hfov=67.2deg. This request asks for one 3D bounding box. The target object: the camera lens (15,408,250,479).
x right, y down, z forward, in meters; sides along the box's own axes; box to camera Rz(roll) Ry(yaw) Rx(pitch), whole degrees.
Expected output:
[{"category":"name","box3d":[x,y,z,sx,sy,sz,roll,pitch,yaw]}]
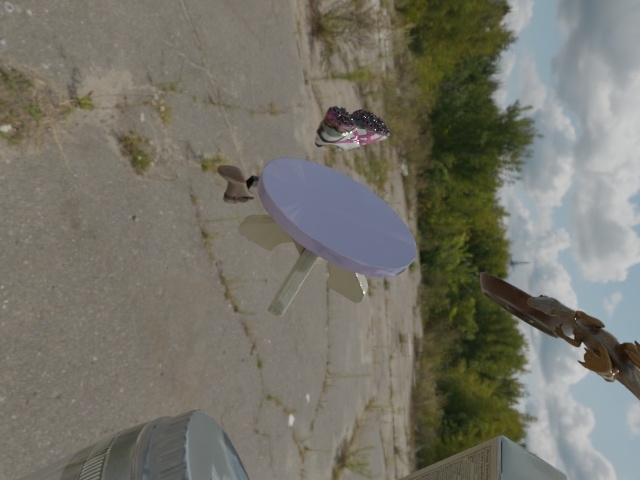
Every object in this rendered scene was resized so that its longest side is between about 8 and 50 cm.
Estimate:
[{"category":"camera lens","box3d":[-0.201,0.301,0.423,0.219,0.274,0.219,156,-90,-85]}]

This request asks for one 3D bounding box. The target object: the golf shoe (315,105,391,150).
[{"category":"golf shoe","box3d":[0.066,-0.225,1.000,0.186,0.086,0.068,-4,54,-40]}]

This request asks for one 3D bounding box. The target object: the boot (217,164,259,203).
[{"category":"boot","box3d":[-0.188,-0.115,1.045,0.118,0.087,0.042,14,48,-37]}]

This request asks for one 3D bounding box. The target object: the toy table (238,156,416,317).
[{"category":"toy table","box3d":[0.000,0.000,0.808,0.252,0.274,0.161,-46,173,-45]}]

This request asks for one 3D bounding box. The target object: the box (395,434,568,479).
[{"category":"box","box3d":[0.195,0.414,0.692,0.311,0.121,0.148,-51,-169,44]}]

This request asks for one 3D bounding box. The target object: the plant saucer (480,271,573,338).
[{"category":"plant saucer","box3d":[0.324,0.108,0.769,0.029,0.168,0.168,-58,163,0]}]

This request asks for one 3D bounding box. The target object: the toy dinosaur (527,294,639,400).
[{"category":"toy dinosaur","box3d":[0.305,0.127,0.487,0.211,0.064,0.112,55,13,22]}]
